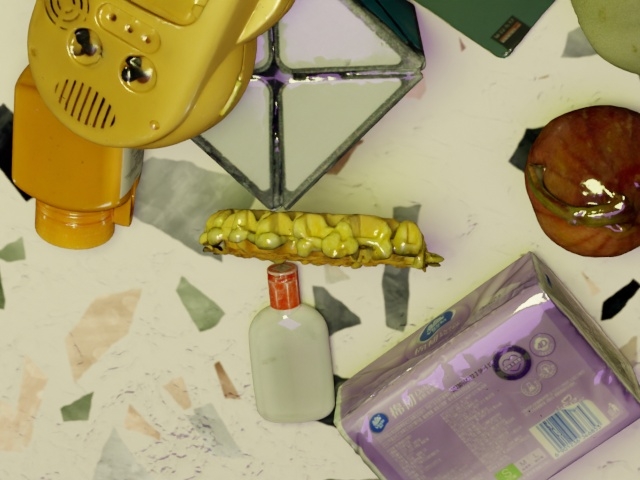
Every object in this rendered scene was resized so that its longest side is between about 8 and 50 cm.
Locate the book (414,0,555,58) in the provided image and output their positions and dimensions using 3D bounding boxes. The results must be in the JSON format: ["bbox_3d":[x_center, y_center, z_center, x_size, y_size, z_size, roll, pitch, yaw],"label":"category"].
[{"bbox_3d":[0.175,-0.383,1.874,0.379,0.031,0.264,26,114,-40],"label":"book"}]

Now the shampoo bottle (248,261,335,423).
[{"bbox_3d":[-0.041,0.136,2.170,0.108,0.051,0.221,-3,113,4],"label":"shampoo bottle"}]

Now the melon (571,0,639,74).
[{"bbox_3d":[0.441,-0.306,1.874,0.308,0.272,0.271,-6,113,-5],"label":"melon"}]

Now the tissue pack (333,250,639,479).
[{"bbox_3d":[0.216,0.207,2.142,0.338,0.160,0.242,-36,107,15],"label":"tissue pack"}]

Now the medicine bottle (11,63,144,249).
[{"bbox_3d":[-0.297,-0.108,2.022,0.149,0.112,0.222,14,123,7],"label":"medicine bottle"}]

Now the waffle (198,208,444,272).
[{"bbox_3d":[0.002,-0.001,1.987,0.329,0.329,0.062,5,86,-2],"label":"waffle"}]

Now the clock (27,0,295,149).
[{"bbox_3d":[-0.173,-0.242,1.685,0.244,0.200,0.317,33,112,11],"label":"clock"}]

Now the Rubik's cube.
[{"bbox_3d":[-0.049,-0.232,1.909,0.255,0.259,0.260,-42,110,17],"label":"Rubik's cube"}]

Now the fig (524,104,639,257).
[{"bbox_3d":[0.341,-0.066,2.010,0.205,0.205,0.205,0,113,0],"label":"fig"}]
